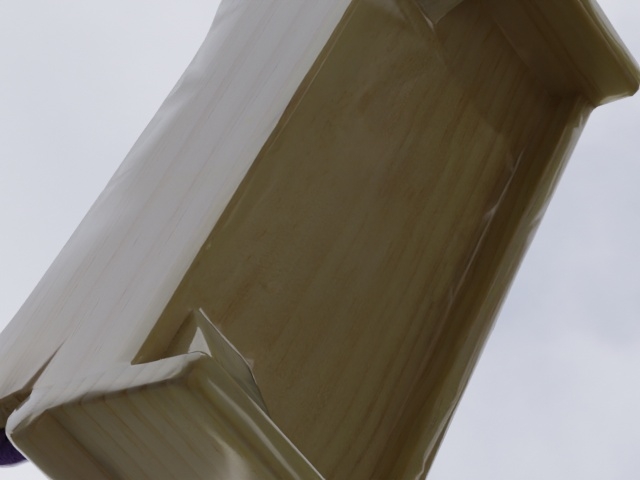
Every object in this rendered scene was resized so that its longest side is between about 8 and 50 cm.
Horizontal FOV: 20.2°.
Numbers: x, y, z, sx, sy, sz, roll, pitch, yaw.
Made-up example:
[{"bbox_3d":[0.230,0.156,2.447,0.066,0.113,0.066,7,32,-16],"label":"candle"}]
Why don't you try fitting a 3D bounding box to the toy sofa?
[{"bbox_3d":[0.000,0.000,0.839,0.177,0.362,0.150,-17,-57,42],"label":"toy sofa"}]
